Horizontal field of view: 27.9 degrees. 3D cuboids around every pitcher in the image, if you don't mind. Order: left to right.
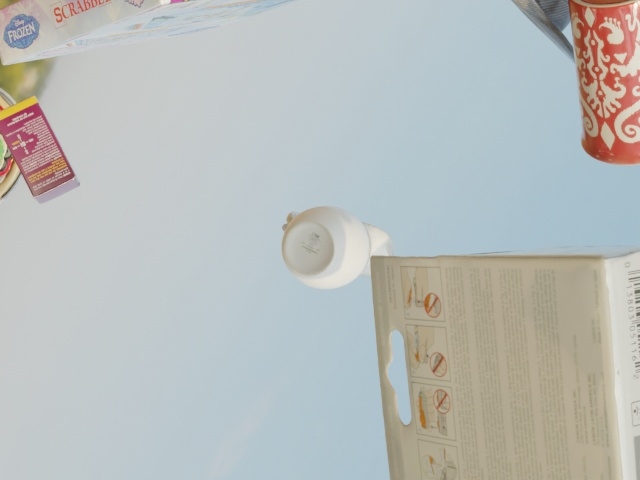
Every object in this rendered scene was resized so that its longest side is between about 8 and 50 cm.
[{"bbox_3d":[0.000,0.000,1.969,0.207,0.178,0.125,-3,115,-68],"label":"pitcher"}]

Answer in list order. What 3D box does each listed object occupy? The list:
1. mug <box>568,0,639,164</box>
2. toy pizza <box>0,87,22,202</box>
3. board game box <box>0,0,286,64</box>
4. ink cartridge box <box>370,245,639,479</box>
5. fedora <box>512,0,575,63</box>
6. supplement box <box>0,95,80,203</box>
[{"bbox_3d":[0.302,-0.184,1.261,0.113,0.169,0.150,-2,-143,23],"label":"mug"},{"bbox_3d":[-0.520,-0.137,1.875,0.201,0.201,0.032,-58,167,4],"label":"toy pizza"},{"bbox_3d":[-0.157,-0.281,1.466,0.319,0.065,0.318,-18,-173,-43],"label":"board game box"},{"bbox_3d":[0.218,0.163,1.477,0.385,0.091,0.308,0,-83,54],"label":"ink cartridge box"},{"bbox_3d":[0.215,-0.323,1.356,0.124,0.275,0.243,-46,-153,14],"label":"fedora"},{"bbox_3d":[-0.253,-0.080,1.152,0.043,0.083,0.055,-27,178,-8],"label":"supplement box"}]
